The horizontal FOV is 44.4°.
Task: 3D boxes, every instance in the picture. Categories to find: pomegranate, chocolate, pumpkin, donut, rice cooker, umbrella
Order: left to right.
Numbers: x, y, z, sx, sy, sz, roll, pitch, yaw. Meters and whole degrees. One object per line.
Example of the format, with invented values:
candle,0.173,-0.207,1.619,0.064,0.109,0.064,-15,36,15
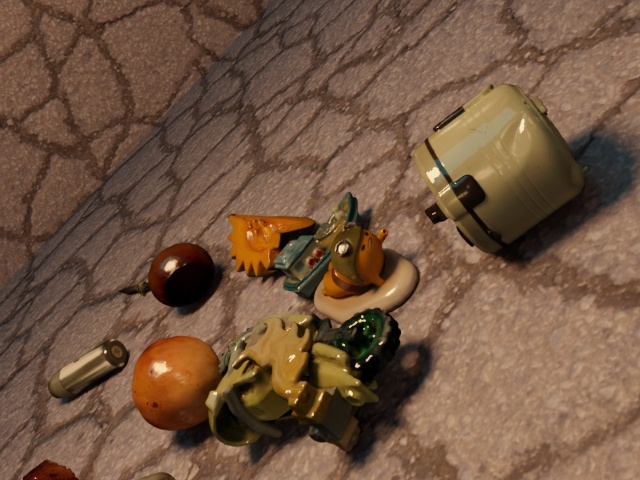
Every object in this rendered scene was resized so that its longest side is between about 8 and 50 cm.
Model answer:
donut,-0.587,0.569,1.618,0.126,0.144,0.187,0,23,30
umbrella,-0.520,0.139,2.225,0.269,0.044,0.044,-16,65,59
chocolate,-0.342,0.078,1.908,0.177,0.177,0.176,-34,29,22
pomegranate,-0.269,0.276,1.504,0.191,0.191,0.191,-34,29,22
pumpkin,-0.096,0.014,1.737,0.254,0.149,0.130,15,108,55
rice cooker,0.268,-0.109,1.223,0.244,0.226,0.226,-40,27,17

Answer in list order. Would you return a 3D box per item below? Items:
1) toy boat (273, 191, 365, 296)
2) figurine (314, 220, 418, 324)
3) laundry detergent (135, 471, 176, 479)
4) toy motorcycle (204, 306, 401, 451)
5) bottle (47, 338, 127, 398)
toy boat,0.000,0.000,1.574,0.238,0.098,0.109,-51,20,-17
figurine,0.041,0.051,1.412,0.250,0.141,0.166,-19,39,43
laundry detergent,-0.410,0.579,1.360,0.398,0.125,0.263,-34,30,27
toy motorcycle,-0.050,0.222,1.277,0.410,0.169,0.236,-15,42,46
bottle,-0.598,0.333,2.016,0.254,0.079,0.096,-32,-8,26
